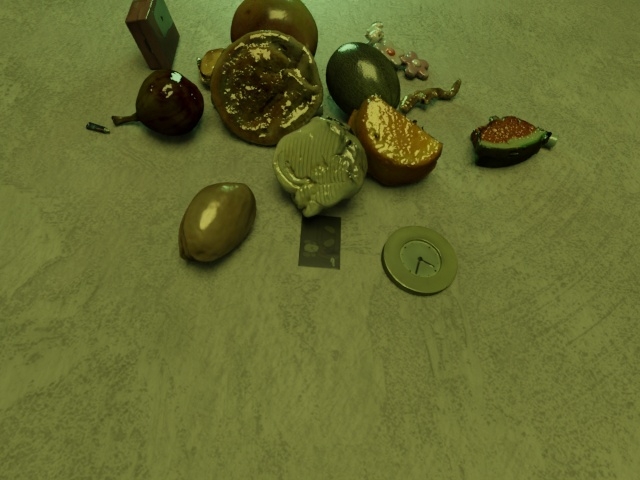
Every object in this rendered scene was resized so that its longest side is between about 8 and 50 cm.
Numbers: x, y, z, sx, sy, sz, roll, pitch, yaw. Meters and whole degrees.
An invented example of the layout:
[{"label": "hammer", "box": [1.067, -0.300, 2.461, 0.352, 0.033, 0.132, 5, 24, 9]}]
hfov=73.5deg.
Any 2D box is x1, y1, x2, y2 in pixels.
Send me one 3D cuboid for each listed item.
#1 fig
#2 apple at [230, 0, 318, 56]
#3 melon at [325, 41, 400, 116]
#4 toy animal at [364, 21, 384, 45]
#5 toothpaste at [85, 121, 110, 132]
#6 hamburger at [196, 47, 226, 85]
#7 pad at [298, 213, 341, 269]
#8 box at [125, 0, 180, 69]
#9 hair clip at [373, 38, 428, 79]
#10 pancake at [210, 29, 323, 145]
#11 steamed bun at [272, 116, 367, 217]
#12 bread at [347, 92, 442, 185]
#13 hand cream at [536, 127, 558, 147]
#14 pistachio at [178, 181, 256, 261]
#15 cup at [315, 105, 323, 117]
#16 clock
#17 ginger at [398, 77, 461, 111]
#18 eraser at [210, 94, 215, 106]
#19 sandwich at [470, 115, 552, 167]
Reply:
[{"label": "fig", "box": [-0.563, -0.448, 1.441, 0.320, 0.217, 0.217, -7, 58, 16]}, {"label": "apple", "box": [-0.165, -0.739, 1.559, 0.319, 0.319, 0.277, -5, 28, -10]}, {"label": "melon", "box": [0.154, -0.564, 1.539, 0.237, 0.237, 0.302, -32, 74, -22]}, {"label": "toy animal", "box": [0.230, -0.877, 1.831, 0.085, 0.071, 0.124, 13, 59, 0]}, {"label": "toothpaste", "box": [-0.755, -0.381, 1.454, 0.083, 0.019, 0.027, 16, 83, 4]}, {"label": "hamburger", "box": [-0.416, -0.652, 1.622, 0.102, 0.087, 0.176, 8, 66, 13]}, {"label": "pad", "box": [0.000, 0.000, 1.326, 0.127, 0.004, 0.190, 5, 59, -4]}, {"label": "box", "box": [-0.620, -0.786, 1.600, 0.086, 0.215, 0.215, -3, 60, 7]}, {"label": "hair clip", "box": [0.332, -0.742, 1.769, 0.256, 0.075, 0.146, 19, 55, 0]}, {"label": "pancake", "box": [-0.179, -0.512, 1.449, 0.386, 0.082, 0.387, -2, 104, -6]}, {"label": "steamed bun", "box": [0.009, -0.233, 1.353, 0.280, 0.207, 0.268, -30, 87, 19]}, {"label": "bread", "box": [0.224, -0.300, 1.408, 0.340, 0.194, 0.179, 36, 74, -4]}, {"label": "hand cream", "box": [0.795, -0.409, 1.635, 0.204, 0.050, 0.078, 23, 76, 13]}, {"label": "pistachio", "box": [-0.295, -0.063, 1.241, 0.181, 0.162, 0.293, 45, 54, -22]}, {"label": "cup", "box": [-0.035, -0.470, 1.580, 0.083, 0.075, 0.054, -17, 26, -12]}, {"label": "clock", "box": [0.304, 0.059, 1.315, 0.234, 0.029, 0.235, 4, 60, -7]}, {"label": "ginger", "box": [0.431, -0.564, 1.671, 0.288, 0.075, 0.089, -19, 41, -12]}, {"label": "eraser", "box": [-0.296, -0.507, 1.559, 0.172, 0.058, 0.117, 25, 60, 8]}, {"label": "sandwich", "box": [0.658, -0.361, 1.561, 0.292, 0.109, 0.212, -28, 61, -23]}]
